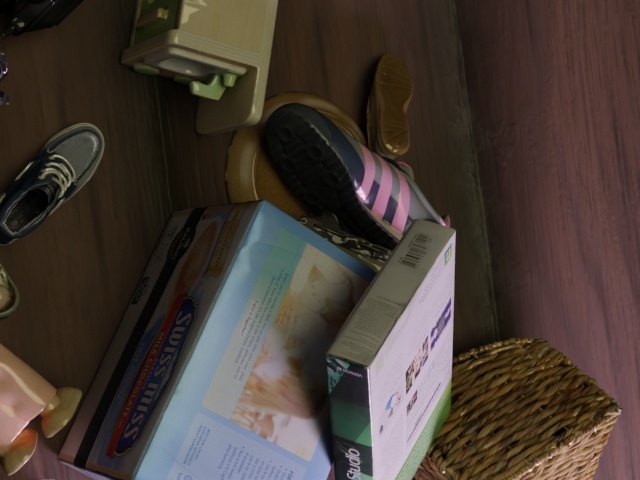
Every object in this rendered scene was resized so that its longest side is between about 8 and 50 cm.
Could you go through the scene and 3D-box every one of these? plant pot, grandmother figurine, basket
[{"bbox_3d":[-0.016,-0.083,1.537,0.236,0.032,0.236,2,85,-33],"label":"plant pot"},{"bbox_3d":[-0.429,0.106,1.229,0.208,0.104,0.342,-46,109,-10],"label":"grandmother figurine"},{"bbox_3d":[0.231,0.297,1.608,0.299,0.213,0.223,-25,140,-31],"label":"basket"}]

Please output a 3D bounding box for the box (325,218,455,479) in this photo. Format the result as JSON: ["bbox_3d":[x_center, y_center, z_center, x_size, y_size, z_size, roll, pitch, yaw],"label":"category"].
[{"bbox_3d":[0.086,0.167,1.331,0.232,0.058,0.322,-53,149,-40],"label":"box"}]

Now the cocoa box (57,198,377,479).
[{"bbox_3d":[-0.104,0.157,1.352,0.231,0.228,0.347,33,71,-27],"label":"cocoa box"}]

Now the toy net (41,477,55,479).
[{"bbox_3d":[-0.331,0.387,1.311,0.122,0.045,0.232,4,82,-3],"label":"toy net"}]

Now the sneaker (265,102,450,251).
[{"bbox_3d":[0.055,-0.078,1.514,0.319,0.112,0.131,49,49,-24],"label":"sneaker"}]

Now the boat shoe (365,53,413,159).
[{"bbox_3d":[0.088,-0.181,1.592,0.063,0.059,0.170,20,56,-23],"label":"boat shoe"}]

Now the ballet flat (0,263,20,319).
[{"bbox_3d":[-0.403,-0.001,1.266,0.072,0.068,0.213,-42,109,-26],"label":"ballet flat"}]

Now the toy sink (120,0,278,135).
[{"bbox_3d":[-0.148,-0.259,1.392,0.131,0.153,0.234,11,82,-31],"label":"toy sink"}]

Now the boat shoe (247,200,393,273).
[{"bbox_3d":[0.001,0.000,1.468,0.224,0.080,0.073,27,75,-5],"label":"boat shoe"}]

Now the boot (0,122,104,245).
[{"bbox_3d":[-0.305,-0.066,1.320,0.069,0.086,0.190,48,65,-21],"label":"boot"}]

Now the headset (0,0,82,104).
[{"bbox_3d":[-0.350,-0.315,1.248,0.243,0.185,0.394,21,65,-29],"label":"headset"}]
